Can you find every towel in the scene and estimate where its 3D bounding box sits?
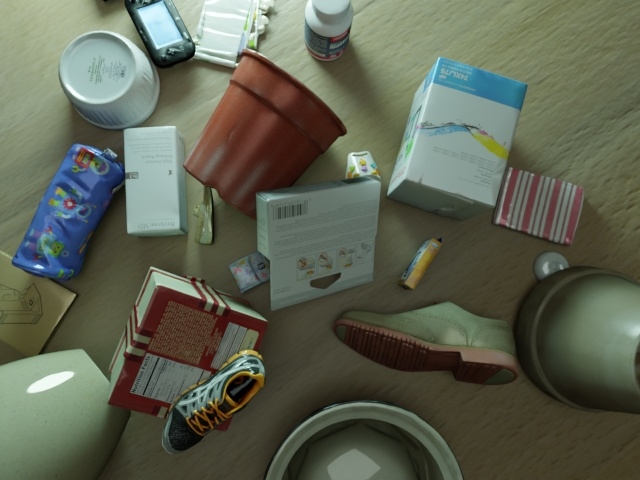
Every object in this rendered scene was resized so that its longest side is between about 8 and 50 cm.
[{"bbox_3d":[0.515,-0.080,1.135,0.196,0.029,0.144,16,84,1],"label":"towel"}]

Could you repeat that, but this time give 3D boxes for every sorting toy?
[{"bbox_3d":[0.096,-0.174,1.120,0.083,0.045,0.075,-8,66,-4],"label":"sorting toy"}]

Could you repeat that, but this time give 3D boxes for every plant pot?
[{"bbox_3d":[-0.131,-0.202,1.010,0.272,0.272,0.265,37,92,1],"label":"plant pot"},{"bbox_3d":[0.613,0.216,0.970,0.322,0.280,0.324,0,89,-4],"label":"plant pot"}]

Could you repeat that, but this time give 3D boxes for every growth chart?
[{"bbox_3d":[-0.212,-0.522,1.143,0.171,0.021,0.238,19,84,-1],"label":"growth chart"}]

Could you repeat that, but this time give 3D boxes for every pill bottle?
[{"bbox_3d":[0.018,-0.491,1.071,0.107,0.180,0.108,0,85,-2],"label":"pill bottle"}]

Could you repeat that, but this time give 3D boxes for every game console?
[{"bbox_3d":[-0.393,-0.569,1.118,0.213,0.044,0.362,-27,83,-5],"label":"game console"}]

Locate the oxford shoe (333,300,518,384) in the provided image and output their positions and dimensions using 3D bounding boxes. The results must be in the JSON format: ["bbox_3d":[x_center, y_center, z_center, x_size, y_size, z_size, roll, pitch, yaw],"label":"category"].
[{"bbox_3d":[0.228,0.205,1.061,0.396,0.141,0.147,13,53,3],"label":"oxford shoe"}]

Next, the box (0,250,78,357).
[{"bbox_3d":[-0.665,0.140,1.057,0.201,0.021,0.165,30,84,1],"label":"box"}]

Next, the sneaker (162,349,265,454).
[{"bbox_3d":[-0.179,0.276,0.810,0.215,0.083,0.084,-45,110,-11],"label":"sneaker"}]

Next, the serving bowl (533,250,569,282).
[{"bbox_3d":[0.544,0.065,1.120,0.083,0.027,0.084,0,84,-3],"label":"serving bowl"}]

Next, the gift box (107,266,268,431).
[{"bbox_3d":[-0.256,0.218,0.958,0.276,0.258,0.255,28,84,-22],"label":"gift box"}]

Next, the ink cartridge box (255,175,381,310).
[{"bbox_3d":[0.000,0.000,1.018,0.274,0.060,0.239,-12,117,-30],"label":"ink cartridge box"}]

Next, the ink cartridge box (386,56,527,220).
[{"bbox_3d":[0.287,-0.207,1.048,0.197,0.198,0.270,17,83,-2],"label":"ink cartridge box"}]

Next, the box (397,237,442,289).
[{"bbox_3d":[0.226,0.048,1.079,0.028,0.081,0.136,31,83,1],"label":"box"}]

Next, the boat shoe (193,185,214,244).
[{"bbox_3d":[-0.264,-0.059,1.081,0.045,0.050,0.136,-1,84,-8],"label":"boat shoe"}]

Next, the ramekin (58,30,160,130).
[{"bbox_3d":[-0.474,-0.362,1.071,0.206,0.109,0.208,0,84,-3],"label":"ramekin"}]

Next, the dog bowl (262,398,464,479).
[{"bbox_3d":[0.080,0.522,0.993,0.407,0.150,0.409,0,84,-3],"label":"dog bowl"}]

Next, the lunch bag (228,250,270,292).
[{"bbox_3d":[-0.155,0.069,1.074,0.083,0.053,0.071,-24,87,-14],"label":"lunch bag"}]

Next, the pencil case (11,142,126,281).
[{"bbox_3d":[-0.530,-0.059,1.034,0.133,0.119,0.306,26,84,-11],"label":"pencil case"}]

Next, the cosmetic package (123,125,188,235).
[{"bbox_3d":[-0.364,-0.127,1.066,0.117,0.085,0.231,-5,84,-3],"label":"cosmetic package"}]

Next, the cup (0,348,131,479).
[{"bbox_3d":[-0.517,0.350,0.924,0.237,0.331,0.331,-38,87,-30],"label":"cup"}]
